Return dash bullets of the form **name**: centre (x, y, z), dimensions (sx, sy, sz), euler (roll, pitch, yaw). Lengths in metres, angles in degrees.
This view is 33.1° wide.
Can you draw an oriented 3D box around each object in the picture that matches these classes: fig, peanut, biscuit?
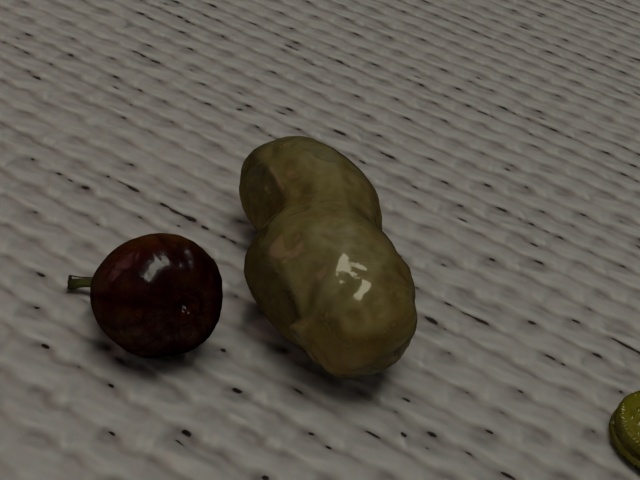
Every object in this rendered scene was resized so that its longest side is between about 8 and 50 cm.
- **fig**: centre (-0.127, 0.033, 0.745), dimensions (0.089, 0.088, 0.125), euler (-17, 21, -37)
- **peanut**: centre (0.000, 0.000, 0.804), dimensions (0.117, 0.101, 0.263), euler (22, 28, -23)
- **biscuit**: centre (0.245, 0.138, 0.753), dimensions (0.084, 0.023, 0.084), euler (9, 33, -6)
